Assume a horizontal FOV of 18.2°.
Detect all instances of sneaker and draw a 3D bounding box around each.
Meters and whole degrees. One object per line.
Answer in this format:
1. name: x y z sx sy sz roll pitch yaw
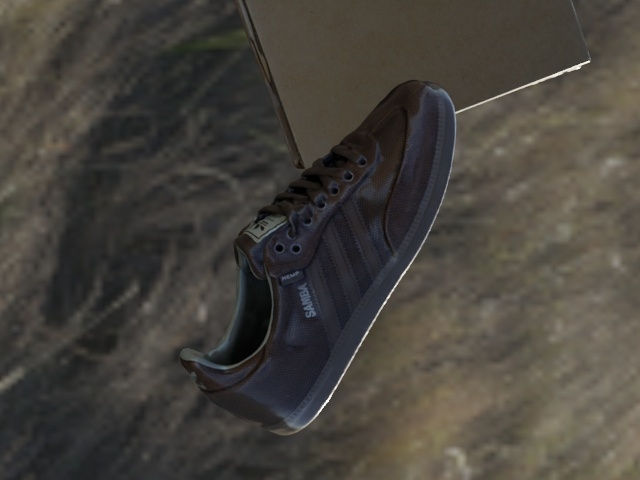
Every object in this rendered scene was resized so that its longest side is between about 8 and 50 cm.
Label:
1. sneaker: 0.000 0.000 0.959 0.071 0.066 0.188 27 86 -28

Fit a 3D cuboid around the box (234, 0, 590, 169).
1. box: 0.049 -0.150 1.197 0.201 0.021 0.164 -22 96 -18
